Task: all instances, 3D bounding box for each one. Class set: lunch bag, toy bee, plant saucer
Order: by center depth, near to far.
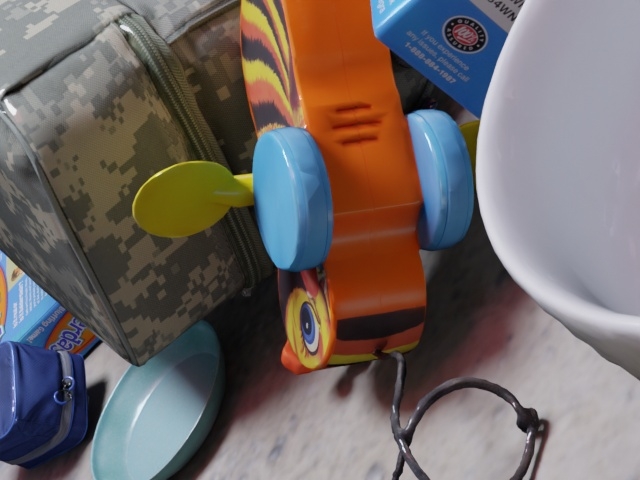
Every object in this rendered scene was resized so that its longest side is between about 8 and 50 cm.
[{"bbox_3d":[0.000,0.000,0.952,0.162,0.195,0.298,126,154,-62],"label":"toy bee"},{"bbox_3d":[-0.093,0.103,1.127,0.119,0.021,0.119,-37,33,29],"label":"plant saucer"},{"bbox_3d":[-0.104,-0.104,1.130,0.256,0.212,0.305,-39,38,-15],"label":"lunch bag"},{"bbox_3d":[-0.191,0.107,1.228,0.098,0.065,0.067,-27,59,45],"label":"lunch bag"}]

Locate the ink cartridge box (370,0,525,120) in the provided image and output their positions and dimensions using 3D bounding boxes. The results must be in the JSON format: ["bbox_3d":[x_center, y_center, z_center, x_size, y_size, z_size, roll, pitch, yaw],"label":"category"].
[{"bbox_3d":[0.144,-0.141,0.886,0.203,0.148,0.086,-39,31,29],"label":"ink cartridge box"}]

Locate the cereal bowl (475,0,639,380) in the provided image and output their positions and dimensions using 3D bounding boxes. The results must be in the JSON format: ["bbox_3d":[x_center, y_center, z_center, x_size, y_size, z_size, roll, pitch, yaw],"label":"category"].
[{"bbox_3d":[0.226,-0.069,0.672,0.339,0.141,0.339,-34,31,24],"label":"cereal bowl"}]

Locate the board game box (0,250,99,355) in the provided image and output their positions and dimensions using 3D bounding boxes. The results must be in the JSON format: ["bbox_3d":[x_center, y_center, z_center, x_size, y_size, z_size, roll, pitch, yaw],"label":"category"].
[{"bbox_3d":[-0.172,0.009,1.323,0.210,0.047,0.160,-43,31,21],"label":"board game box"}]
